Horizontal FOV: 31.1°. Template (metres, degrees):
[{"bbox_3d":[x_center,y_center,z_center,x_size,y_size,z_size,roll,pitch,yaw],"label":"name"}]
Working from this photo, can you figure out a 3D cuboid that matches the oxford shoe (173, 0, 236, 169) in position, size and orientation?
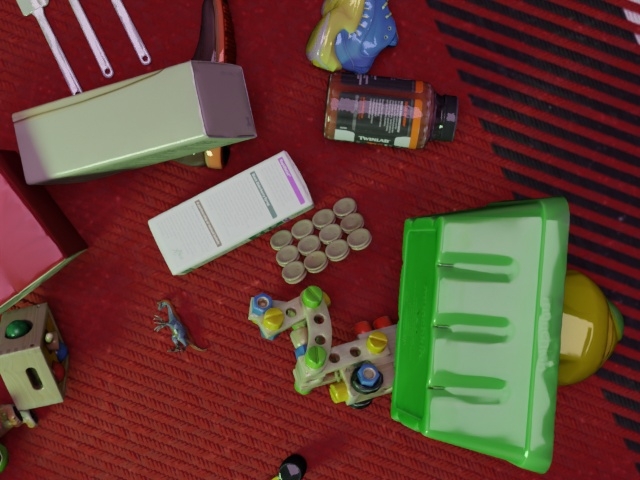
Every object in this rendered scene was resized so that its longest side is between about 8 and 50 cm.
[{"bbox_3d":[-0.184,-0.247,1.745,0.098,0.097,0.271,4,90,8],"label":"oxford shoe"}]

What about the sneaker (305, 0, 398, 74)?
[{"bbox_3d":[0.071,-0.361,1.752,0.126,0.091,0.240,24,90,-17],"label":"sneaker"}]

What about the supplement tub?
[{"bbox_3d":[0.105,-0.193,1.729,0.198,0.106,0.106,7,90,1],"label":"supplement tub"}]

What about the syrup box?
[{"bbox_3d":[-0.132,-0.041,1.742,0.237,0.093,0.096,-26,89,1],"label":"syrup box"}]

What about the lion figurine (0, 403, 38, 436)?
[{"bbox_3d":[-0.593,0.241,1.741,0.240,0.142,0.392,-26,83,-1],"label":"lion figurine"}]

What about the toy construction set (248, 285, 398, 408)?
[{"bbox_3d":[0.071,0.129,1.721,0.328,0.151,0.215,-21,64,-6],"label":"toy construction set"}]

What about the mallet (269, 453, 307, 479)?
[{"bbox_3d":[-0.101,0.389,1.775,0.190,0.062,0.039,-33,88,16],"label":"mallet"}]

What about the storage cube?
[{"bbox_3d":[-0.486,-0.005,1.697,0.184,0.215,0.193,-37,95,1],"label":"storage cube"}]

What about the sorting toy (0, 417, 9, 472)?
[{"bbox_3d":[-0.487,0.293,1.659,0.061,0.042,0.102,-12,88,-14],"label":"sorting toy"}]

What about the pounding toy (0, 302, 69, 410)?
[{"bbox_3d":[-0.419,0.164,1.704,0.100,0.130,0.141,-12,124,1],"label":"pounding toy"}]

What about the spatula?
[{"bbox_3d":[-0.371,-0.355,1.786,0.168,0.019,0.242,-27,89,1],"label":"spatula"}]

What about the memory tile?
[{"bbox_3d":[0.000,0.000,1.744,0.148,0.113,0.012,-26,134,2],"label":"memory tile"}]

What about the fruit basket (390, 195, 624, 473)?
[{"bbox_3d":[0.296,0.124,1.609,0.392,0.283,0.392,0,90,-13],"label":"fruit basket"}]

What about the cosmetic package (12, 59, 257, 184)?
[{"bbox_3d":[-0.269,-0.166,1.664,0.309,0.160,0.113,-13,90,22],"label":"cosmetic package"}]

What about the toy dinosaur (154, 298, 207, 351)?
[{"bbox_3d":[-0.226,0.132,1.783,0.090,0.047,0.082,4,80,-31],"label":"toy dinosaur"}]
